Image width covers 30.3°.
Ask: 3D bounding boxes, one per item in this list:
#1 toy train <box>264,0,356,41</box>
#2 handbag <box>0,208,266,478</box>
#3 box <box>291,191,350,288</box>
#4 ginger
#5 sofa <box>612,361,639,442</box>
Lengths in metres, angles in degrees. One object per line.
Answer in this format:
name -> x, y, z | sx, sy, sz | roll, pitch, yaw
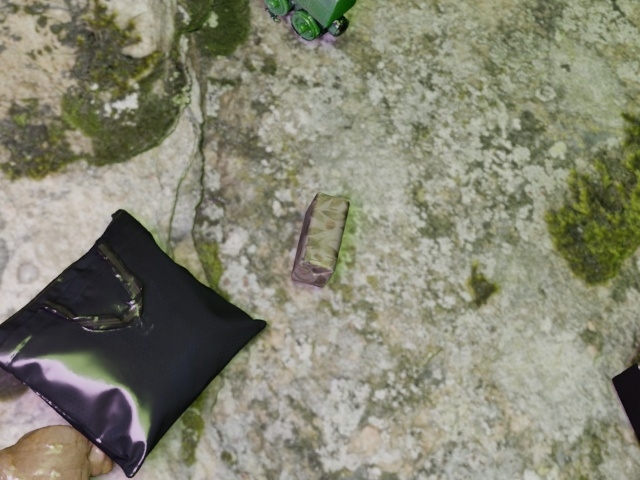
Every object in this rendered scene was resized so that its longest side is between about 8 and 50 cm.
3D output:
toy train -> -0.054, -0.356, 1.466 | 0.251, 0.119, 0.085 | 44, 65, 6
handbag -> -0.201, 0.095, 1.230 | 0.211, 0.088, 0.254 | 39, 47, 2
box -> 0.000, 0.000, 1.350 | 0.045, 0.062, 0.098 | 16, 62, -8
ginger -> -0.263, 0.290, 1.147 | 0.138, 0.074, 0.213 | 3, 62, -7
sofa -> 0.387, 0.199, 1.361 | 0.039, 0.060, 0.117 | -11, 69, -26
